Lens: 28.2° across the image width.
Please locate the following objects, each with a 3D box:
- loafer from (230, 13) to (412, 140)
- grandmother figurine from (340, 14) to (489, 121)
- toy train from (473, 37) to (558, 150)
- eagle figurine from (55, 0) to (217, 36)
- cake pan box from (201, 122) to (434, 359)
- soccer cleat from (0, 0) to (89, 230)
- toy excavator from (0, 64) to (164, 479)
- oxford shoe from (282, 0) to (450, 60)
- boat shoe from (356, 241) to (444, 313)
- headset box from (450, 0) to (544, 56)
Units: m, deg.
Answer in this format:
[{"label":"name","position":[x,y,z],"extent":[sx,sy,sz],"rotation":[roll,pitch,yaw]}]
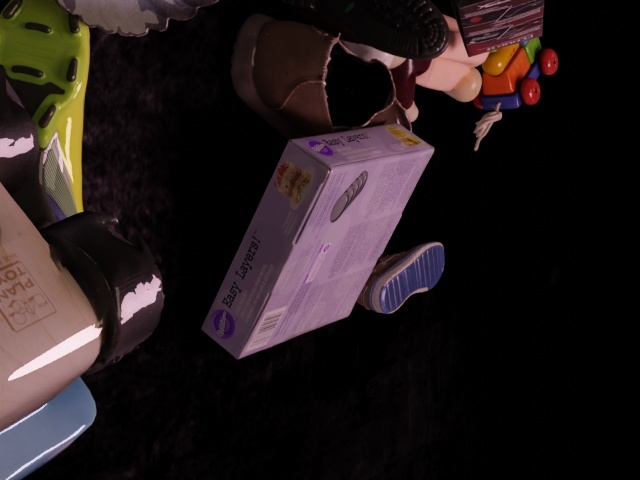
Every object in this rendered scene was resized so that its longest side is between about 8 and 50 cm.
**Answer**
[{"label":"loafer","position":[0.031,-0.151,1.508],"extent":[0.366,0.130,0.133],"rotation":[24,77,-60]},{"label":"grandmother figurine","position":[0.128,-0.263,1.696],"extent":[0.342,0.104,0.207],"rotation":[-12,99,-63]},{"label":"toy train","position":[0.268,-0.267,1.955],"extent":[0.248,0.105,0.143],"rotation":[-54,131,-41]},{"label":"eagle figurine","position":[-0.191,-0.308,1.001],"extent":[0.226,0.225,0.298],"rotation":[-56,167,1]},{"label":"cake pan box","position":[0.000,0.000,1.451],"extent":[0.246,0.070,0.266],"rotation":[-15,137,-55]},{"label":"soccer cleat","position":[-0.246,-0.076,1.099],"extent":[0.121,0.093,0.289],"rotation":[-163,-104,-88]},{"label":"toy excavator","position":[-0.307,0.153,0.911],"extent":[0.433,0.445,0.222],"rotation":[53,36,4]},{"label":"oxford shoe","position":[0.057,-0.255,1.433],"extent":[0.082,0.227,0.096],"rotation":[-58,151,-2]},{"label":"boat shoe","position":[0.107,0.043,1.765],"extent":[0.183,0.066,0.066],"rotation":[-27,118,-50]},{"label":"headset box","position":[0.203,-0.368,1.603],"extent":[0.293,0.110,0.218],"rotation":[22,53,-80]}]
